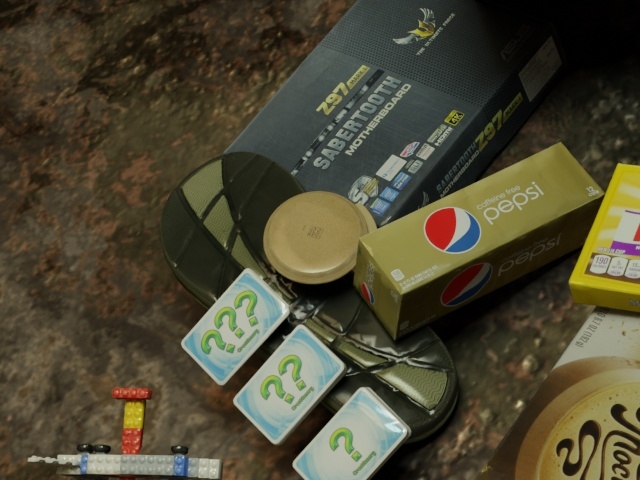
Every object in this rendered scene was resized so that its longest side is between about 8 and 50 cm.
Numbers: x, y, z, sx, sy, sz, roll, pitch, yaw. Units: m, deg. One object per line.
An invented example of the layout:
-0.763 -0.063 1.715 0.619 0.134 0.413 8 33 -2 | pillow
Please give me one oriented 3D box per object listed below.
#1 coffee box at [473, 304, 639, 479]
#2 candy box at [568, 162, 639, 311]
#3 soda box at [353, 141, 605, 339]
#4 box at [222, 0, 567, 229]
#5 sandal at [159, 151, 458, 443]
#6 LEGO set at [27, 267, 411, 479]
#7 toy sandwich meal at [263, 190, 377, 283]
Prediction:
0.242 0.120 1.166 0.168 0.119 0.297 23 66 38 | coffee box
0.268 0.006 1.145 0.205 0.027 0.105 8 53 29 | candy box
0.115 -0.001 1.321 0.181 0.061 0.058 -26 60 -20 | soda box
0.059 -0.104 1.476 0.183 0.059 0.233 26 67 39 | box
-0.017 0.052 1.376 0.120 0.086 0.303 -36 61 -13 | sandal
-0.083 0.159 1.284 0.244 0.060 0.182 -47 65 4 | LEGO set
0.000 0.000 1.338 0.085 0.029 0.086 -3 61 5 | toy sandwich meal
